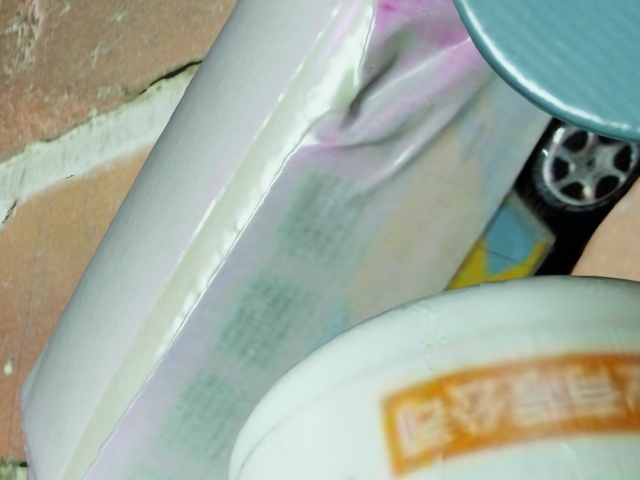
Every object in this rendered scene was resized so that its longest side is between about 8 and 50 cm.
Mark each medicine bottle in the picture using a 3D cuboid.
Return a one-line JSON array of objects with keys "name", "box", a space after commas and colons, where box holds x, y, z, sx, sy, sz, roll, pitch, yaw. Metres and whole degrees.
[{"name": "medicine bottle", "box": [0.090, 0.213, 0.564, 0.211, 0.211, 0.371, -44, 42, 37]}]

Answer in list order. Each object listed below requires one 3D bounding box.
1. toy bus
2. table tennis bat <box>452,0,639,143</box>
[{"name": "toy bus", "box": [0.000, 0.000, 0.848, 0.386, 0.162, 0.171, -59, 34, 19]}, {"name": "table tennis bat", "box": [0.185, -0.181, 0.688, 0.329, 0.044, 0.215, -47, 72, 7]}]
